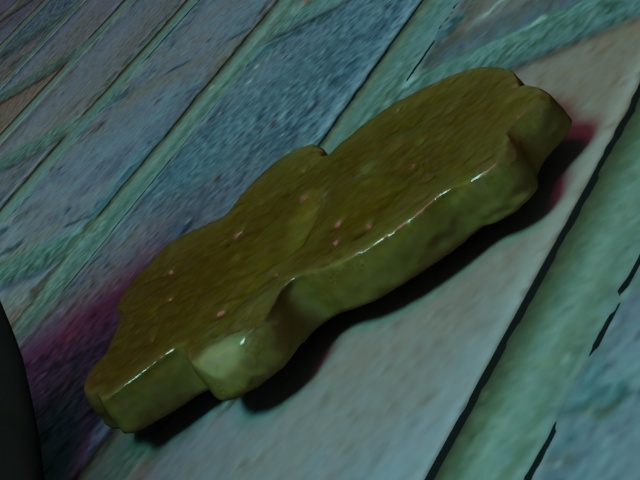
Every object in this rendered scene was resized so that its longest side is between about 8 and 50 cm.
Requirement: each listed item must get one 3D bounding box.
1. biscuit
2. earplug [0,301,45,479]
[{"bbox_3d":[-0.001,0.000,0.532,0.184,0.027,0.133,-35,18,11],"label":"biscuit"},{"bbox_3d":[-0.330,0.102,0.522,0.394,0.312,0.313,-37,19,21],"label":"earplug"}]
